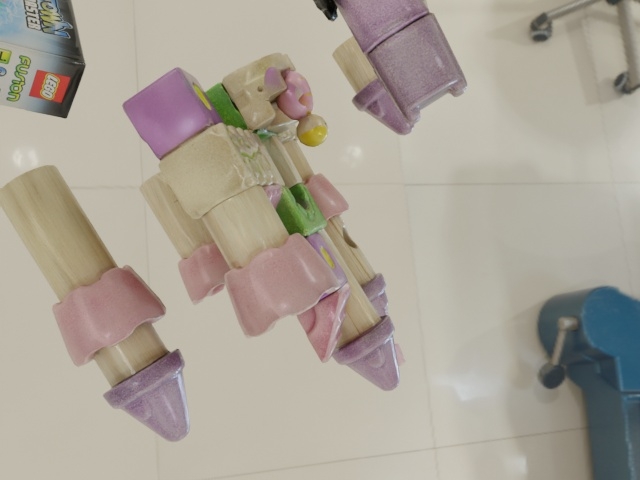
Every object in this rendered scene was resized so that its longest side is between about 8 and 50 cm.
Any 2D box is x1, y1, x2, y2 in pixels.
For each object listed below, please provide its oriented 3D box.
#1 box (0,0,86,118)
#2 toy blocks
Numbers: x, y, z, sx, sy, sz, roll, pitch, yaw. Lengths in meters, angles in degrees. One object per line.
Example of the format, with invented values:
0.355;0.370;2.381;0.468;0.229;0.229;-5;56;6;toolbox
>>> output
-0.199;-0.153;0.393;0.114;0.036;0.207;7;43;-35;box
0.000;0.000;0.539;0.308;0.288;0.260;-32;89;12;toy blocks
